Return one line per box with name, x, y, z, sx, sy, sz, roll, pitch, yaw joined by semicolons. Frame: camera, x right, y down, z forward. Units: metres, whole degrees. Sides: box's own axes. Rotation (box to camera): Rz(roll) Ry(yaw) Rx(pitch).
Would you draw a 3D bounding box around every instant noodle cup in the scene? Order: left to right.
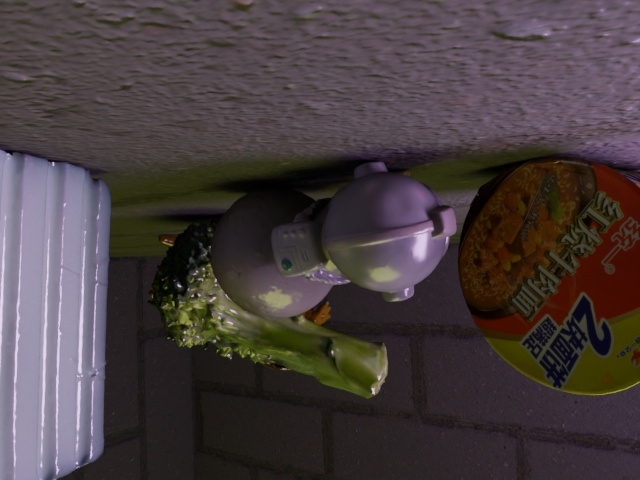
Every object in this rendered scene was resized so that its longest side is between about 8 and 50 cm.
instant noodle cup;0.269;0.019;0.532;0.174;0.213;0.213;-11;-177;-37

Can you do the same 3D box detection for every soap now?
soap;-0.245;0.068;0.429;0.094;0.261;0.150;1;178;15

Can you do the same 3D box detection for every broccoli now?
broccoli;-0.099;0.112;0.904;0.397;0.274;0.353;20;175;46

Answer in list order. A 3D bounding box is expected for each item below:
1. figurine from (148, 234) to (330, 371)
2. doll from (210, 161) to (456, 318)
figurine;-0.187;0.096;1.324;0.387;0.268;0.401;15;152;30
doll;0.003;0.002;0.535;0.151;0.150;0.287;0;173;-37
